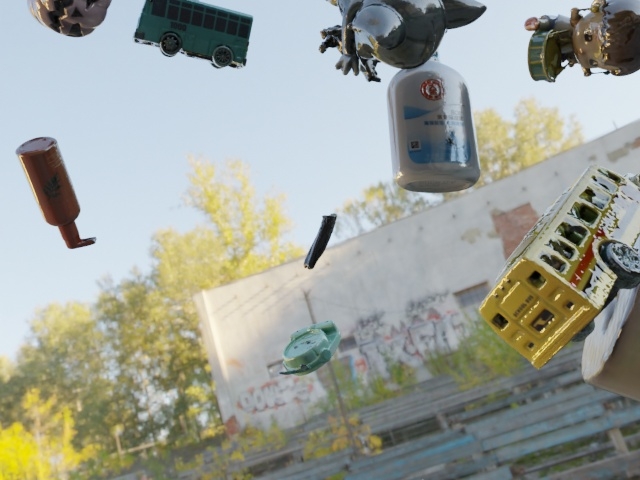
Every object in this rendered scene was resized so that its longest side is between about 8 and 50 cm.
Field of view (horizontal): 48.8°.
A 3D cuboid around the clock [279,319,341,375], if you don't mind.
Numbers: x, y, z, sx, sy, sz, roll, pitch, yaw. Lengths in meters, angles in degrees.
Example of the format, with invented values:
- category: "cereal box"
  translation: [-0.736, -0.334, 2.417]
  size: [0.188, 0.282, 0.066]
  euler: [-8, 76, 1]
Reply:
- category: "clock"
  translation: [-0.023, 0.198, 1.247]
  size: [0.101, 0.041, 0.135]
  euler: [-22, 19, 26]

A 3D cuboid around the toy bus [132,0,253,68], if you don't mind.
- category: "toy bus"
  translation: [-0.291, -0.484, 1.618]
  size: [0.256, 0.147, 0.128]
  euler: [11, 7, -16]

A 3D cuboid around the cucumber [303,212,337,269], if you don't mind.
- category: "cucumber"
  translation: [0.002, 0.001, 1.459]
  size: [0.034, 0.134, 0.033]
  euler: [28, -16, -29]

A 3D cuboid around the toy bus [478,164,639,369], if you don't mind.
- category: "toy bus"
  translation: [0.309, 0.007, 0.826]
  size: [0.335, 0.123, 0.121]
  euler: [-40, -19, -45]

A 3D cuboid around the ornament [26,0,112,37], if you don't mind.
- category: "ornament"
  translation: [-0.518, -0.514, 1.474]
  size: [0.178, 0.177, 0.177]
  euler: [-16, -19, -5]

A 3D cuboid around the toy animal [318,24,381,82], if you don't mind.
- category: "toy animal"
  translation: [0.060, -0.328, 1.247]
  size: [0.065, 0.136, 0.047]
  euler: [-40, -12, -41]

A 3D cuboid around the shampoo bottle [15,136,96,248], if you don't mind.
- category: "shampoo bottle"
  translation: [-0.536, -0.089, 1.432]
  size: [0.085, 0.085, 0.244]
  euler: [-15, -56, -6]

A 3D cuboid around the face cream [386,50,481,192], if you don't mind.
- category: "face cream"
  translation: [0.206, -0.254, 1.328]
  size: [0.163, 0.336, 0.080]
  euler: [0, -21, -4]

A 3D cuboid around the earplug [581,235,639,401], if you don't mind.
- category: "earplug"
  translation: [0.707, 0.174, 1.251]
  size: [0.394, 0.312, 0.312]
  euler: [19, -14, 13]

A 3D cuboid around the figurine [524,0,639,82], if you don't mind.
- category: "figurine"
  translation: [0.527, -0.371, 1.321]
  size: [0.276, 0.158, 0.161]
  euler: [1, -42, 39]

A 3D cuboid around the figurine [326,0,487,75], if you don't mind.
- category: "figurine"
  translation: [0.101, -0.338, 1.031]
  size: [0.193, 0.265, 0.140]
  euler: [-13, -35, -21]
